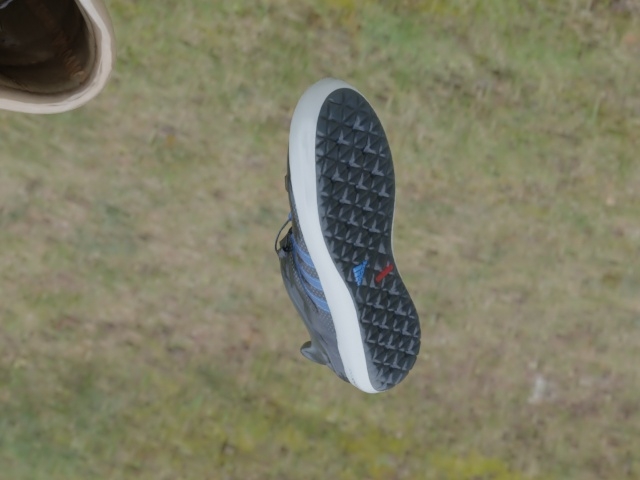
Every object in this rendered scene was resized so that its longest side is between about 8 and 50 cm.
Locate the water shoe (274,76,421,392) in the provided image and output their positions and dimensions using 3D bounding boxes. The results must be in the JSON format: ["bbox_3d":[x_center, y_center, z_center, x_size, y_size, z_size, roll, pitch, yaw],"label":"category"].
[{"bbox_3d":[0.000,0.000,0.927,0.080,0.073,0.203,14,126,41],"label":"water shoe"}]

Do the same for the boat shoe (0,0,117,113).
[{"bbox_3d":[-0.169,-0.137,0.466,0.121,0.110,0.341,-40,151,13],"label":"boat shoe"}]
